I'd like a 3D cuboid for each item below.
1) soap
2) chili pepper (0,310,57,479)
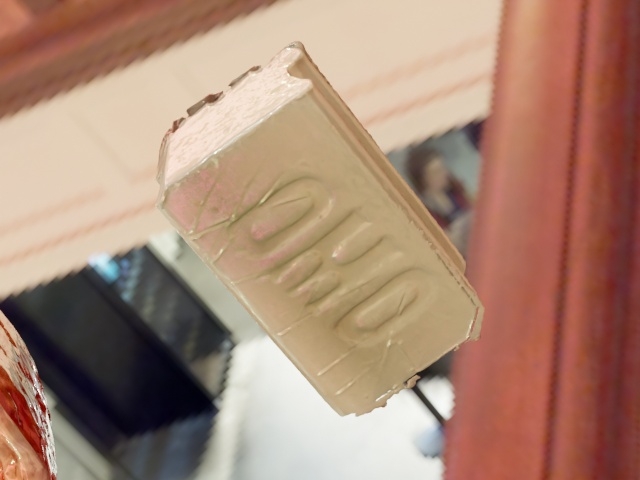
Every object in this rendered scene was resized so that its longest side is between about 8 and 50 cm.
[{"bbox_3d":[0.000,0.000,1.484,0.150,0.261,0.094,-32,28,14],"label":"soap"},{"bbox_3d":[-0.224,0.123,0.865,0.305,0.229,0.251,-159,92,-82],"label":"chili pepper"}]
